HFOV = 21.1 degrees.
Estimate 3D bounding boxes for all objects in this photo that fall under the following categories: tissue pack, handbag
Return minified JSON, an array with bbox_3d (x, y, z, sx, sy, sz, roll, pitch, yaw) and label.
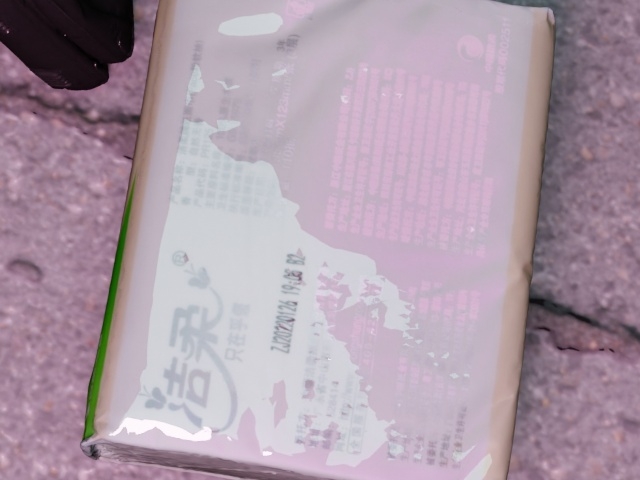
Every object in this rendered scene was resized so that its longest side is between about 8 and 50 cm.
[{"bbox_3d":[0.000,0.000,1.383,0.331,0.205,0.405,10,77,-6],"label":"tissue pack"},{"bbox_3d":[-0.218,-0.263,1.374,0.088,0.275,0.244,-2,77,14],"label":"handbag"}]
